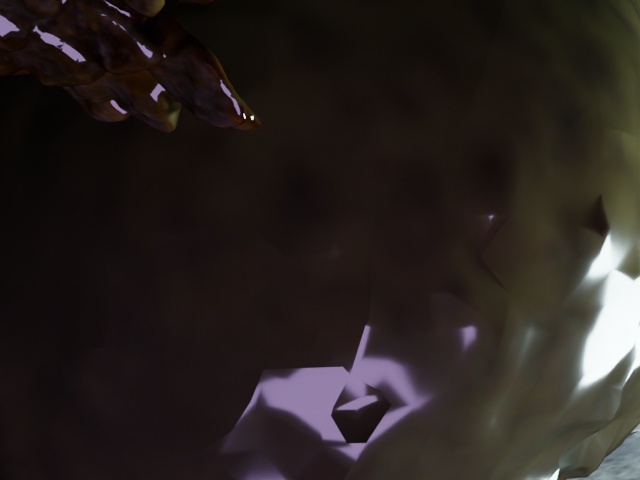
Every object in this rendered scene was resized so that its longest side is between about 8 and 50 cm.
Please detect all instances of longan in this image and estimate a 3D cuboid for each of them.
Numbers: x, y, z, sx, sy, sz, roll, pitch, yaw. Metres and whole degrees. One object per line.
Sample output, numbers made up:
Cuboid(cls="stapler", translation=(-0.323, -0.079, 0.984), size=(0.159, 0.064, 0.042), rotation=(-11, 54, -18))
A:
Cuboid(cls="longan", translation=(0.000, 0.000, 0.965), size=(0.391, 0.391, 0.391), rotation=(-9, 152, -5))

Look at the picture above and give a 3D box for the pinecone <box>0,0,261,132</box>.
Cuboid(cls="pinecone", translation=(-0.072, -0.153, 0.705), size=(0.203, 0.201, 0.229), rotation=(14, 158, 4))
